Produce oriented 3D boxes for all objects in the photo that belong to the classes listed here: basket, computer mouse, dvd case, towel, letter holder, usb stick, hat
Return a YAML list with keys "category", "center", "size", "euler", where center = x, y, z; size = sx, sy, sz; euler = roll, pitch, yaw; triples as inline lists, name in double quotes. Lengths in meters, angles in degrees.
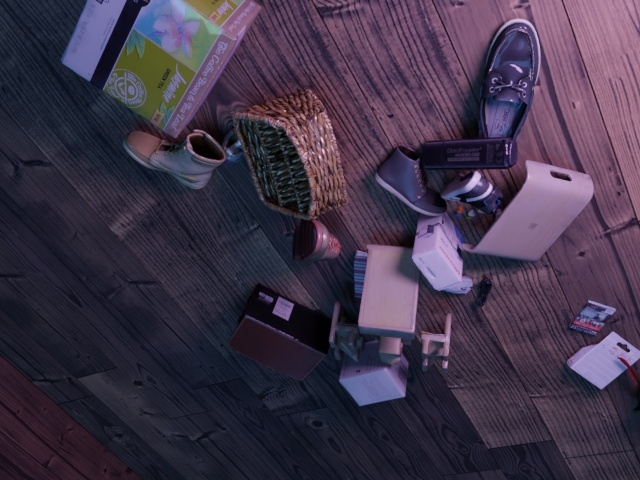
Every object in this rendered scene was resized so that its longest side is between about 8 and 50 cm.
- category: "basket"
  center: [-0.072, -0.197, 1.598]
  size: [0.223, 0.213, 0.299]
  euler: [-19, 127, -6]
- category: "computer mouse"
  center: [0.424, 0.139, 1.901]
  size: [0.193, 0.042, 0.106]
  euler: [14, 132, 3]
- category: "dvd case"
  center: [0.825, 0.236, 1.896]
  size: [0.087, 0.013, 0.119]
  euler: [17, 132, 0]
- category: "towel"
  center: [0.178, 0.114, 1.957]
  size: [0.144, 0.029, 0.197]
  euler: [6, 133, 10]
- category: "letter holder"
  center: [-0.138, 0.322, 2.130]
  size: [0.301, 0.152, 0.214]
  euler: [27, 132, -8]
- category: "usb stick"
  center: [0.358, -0.212, 1.534]
  size: [0.278, 0.045, 0.077]
  euler: [8, 97, 52]
- category: "hat"
  center: [1.046, 0.435, 1.993]
  size: [0.173, 0.184, 0.208]
  euler: [-23, 163, 7]

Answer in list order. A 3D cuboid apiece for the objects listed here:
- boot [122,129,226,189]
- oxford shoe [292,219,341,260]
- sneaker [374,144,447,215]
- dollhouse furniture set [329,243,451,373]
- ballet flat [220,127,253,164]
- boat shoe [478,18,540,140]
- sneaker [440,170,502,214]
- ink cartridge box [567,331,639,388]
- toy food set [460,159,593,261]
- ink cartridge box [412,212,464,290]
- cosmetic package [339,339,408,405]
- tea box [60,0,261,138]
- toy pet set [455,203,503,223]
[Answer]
- category: "boot"
  center: [-0.401, -0.252, 1.718]
  size: [0.262, 0.095, 0.203]
  euler: [31, 152, -16]
- category: "oxford shoe"
  center: [0.000, 0.000, 1.771]
  size: [0.130, 0.348, 0.123]
  euler: [4, 87, -9]
- category: "sneaker"
  center: [0.265, -0.156, 1.673]
  size: [0.222, 0.083, 0.118]
  euler: [29, 129, -9]
- category: "dollhouse furniture set"
  center: [0.222, 0.215, 1.916]
  size: [0.362, 0.256, 0.394]
  euler: [5, 154, 12]
- category: "ballet flat"
  center: [-0.219, -0.272, 1.705]
  size: [0.077, 0.079, 0.221]
  euler: [39, 128, -14]
- category: "boat shoe"
  center: [0.435, -0.335, 1.461]
  size: [0.127, 0.113, 0.340]
  euler: [12, 131, 5]
- category: "sneaker"
  center: [0.391, -0.110, 1.603]
  size: [0.121, 0.217, 0.079]
  euler: [37, 87, -6]
- category: "ink cartridge box"
  center: [0.902, 0.373, 1.984]
  size: [0.145, 0.045, 0.179]
  euler: [34, 111, -13]
- category: "toy food set"
  center: [0.540, -0.069, 1.648]
  size: [0.219, 0.092, 0.306]
  euler: [9, 131, -24]
- category: "ink cartridge box"
  center: [0.329, 0.020, 1.730]
  size: [0.082, 0.191, 0.140]
  euler: [-25, 119, 30]
- category: "cosmetic package"
  center: [0.185, 0.452, 2.148]
  size: [0.183, 0.151, 0.151]
  euler: [-20, 122, 26]
- category: "tea box"
  center: [-0.373, -0.487, 1.476]
  size: [0.323, 0.220, 0.329]
  euler: [33, 129, -13]
- category: "toy pet set"
  center: [0.441, -0.100, 1.705]
  size: [0.122, 0.065, 0.114]
  euler: [13, 166, 7]
